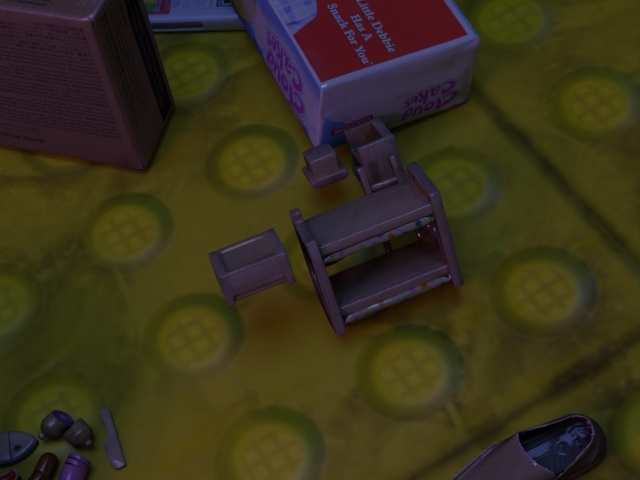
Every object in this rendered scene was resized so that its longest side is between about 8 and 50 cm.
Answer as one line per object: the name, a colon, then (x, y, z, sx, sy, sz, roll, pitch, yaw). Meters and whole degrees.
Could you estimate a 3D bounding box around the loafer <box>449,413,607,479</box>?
loafer: (0.142, 0.166, 0.947, 0.148, 0.050, 0.056, -32, 57, -13)

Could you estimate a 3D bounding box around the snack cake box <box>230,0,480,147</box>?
snack cake box: (0.013, -0.221, 1.189, 0.152, 0.089, 0.264, -19, 57, -16)

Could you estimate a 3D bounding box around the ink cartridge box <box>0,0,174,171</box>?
ink cartridge box: (-0.264, -0.169, 1.148, 0.235, 0.193, 0.088, 11, 57, 15)

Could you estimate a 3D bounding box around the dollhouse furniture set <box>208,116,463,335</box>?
dollhouse furniture set: (0.000, 0.000, 1.078, 0.182, 0.101, 0.161, -21, 31, -5)

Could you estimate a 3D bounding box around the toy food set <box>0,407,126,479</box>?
toy food set: (-0.218, 0.171, 1.019, 0.122, 0.019, 0.078, -21, 56, -5)

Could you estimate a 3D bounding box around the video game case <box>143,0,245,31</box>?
video game case: (-0.149, -0.289, 1.315, 0.183, 0.023, 0.201, 0, 57, 9)
